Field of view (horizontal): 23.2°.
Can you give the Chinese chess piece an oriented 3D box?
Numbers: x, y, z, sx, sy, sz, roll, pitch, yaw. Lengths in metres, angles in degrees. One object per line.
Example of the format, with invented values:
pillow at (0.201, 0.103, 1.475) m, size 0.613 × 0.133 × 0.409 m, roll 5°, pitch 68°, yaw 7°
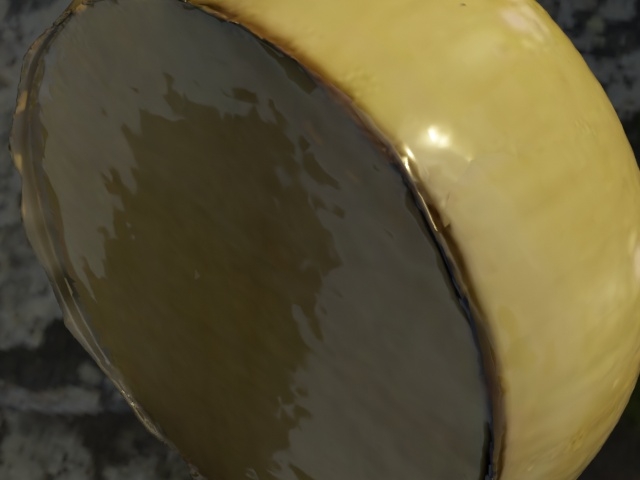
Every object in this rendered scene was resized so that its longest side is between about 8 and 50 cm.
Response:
Chinese chess piece at (0.000, 0.000, 0.583) m, size 0.257 × 0.104 × 0.257 m, roll 28°, pitch 136°, yaw 31°
